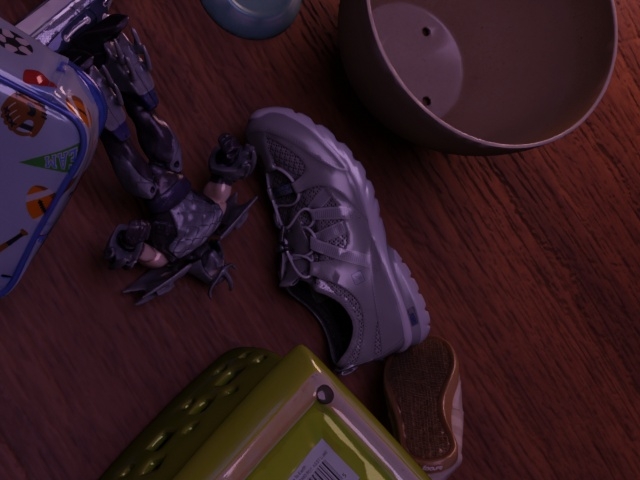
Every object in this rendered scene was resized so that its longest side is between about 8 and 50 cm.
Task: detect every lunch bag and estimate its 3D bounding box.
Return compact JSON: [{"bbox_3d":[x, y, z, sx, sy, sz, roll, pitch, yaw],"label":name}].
[{"bbox_3d":[-0.354,-0.093,1.448,0.303,0.243,0.115,29,28,-10],"label":"lunch bag"}]

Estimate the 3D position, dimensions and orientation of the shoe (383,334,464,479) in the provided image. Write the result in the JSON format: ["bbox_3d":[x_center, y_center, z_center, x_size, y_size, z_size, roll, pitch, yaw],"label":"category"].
[{"bbox_3d":[0.100,0.170,1.652,0.076,0.219,0.058,-6,121,6],"label":"shoe"}]

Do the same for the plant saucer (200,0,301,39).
[{"bbox_3d":[-0.069,-0.265,1.739,0.119,0.021,0.119,7,75,-25],"label":"plant saucer"}]

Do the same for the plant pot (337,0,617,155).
[{"bbox_3d":[0.129,-0.207,1.725,0.284,0.191,0.284,6,76,-25],"label":"plant pot"}]

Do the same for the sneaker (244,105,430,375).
[{"bbox_3d":[0.000,0.000,1.661,0.115,0.105,0.281,-33,93,-29],"label":"sneaker"}]

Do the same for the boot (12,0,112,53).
[{"bbox_3d":[-0.229,-0.201,1.628,0.190,0.069,0.086,-42,105,-21],"label":"boot"}]

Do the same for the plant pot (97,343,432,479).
[{"bbox_3d":[-0.043,0.234,1.527,0.227,0.207,0.228,48,64,-9],"label":"plant pot"}]

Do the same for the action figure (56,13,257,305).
[{"bbox_3d":[-0.153,-0.062,1.583,0.185,0.099,0.285,-49,120,-37],"label":"action figure"}]
